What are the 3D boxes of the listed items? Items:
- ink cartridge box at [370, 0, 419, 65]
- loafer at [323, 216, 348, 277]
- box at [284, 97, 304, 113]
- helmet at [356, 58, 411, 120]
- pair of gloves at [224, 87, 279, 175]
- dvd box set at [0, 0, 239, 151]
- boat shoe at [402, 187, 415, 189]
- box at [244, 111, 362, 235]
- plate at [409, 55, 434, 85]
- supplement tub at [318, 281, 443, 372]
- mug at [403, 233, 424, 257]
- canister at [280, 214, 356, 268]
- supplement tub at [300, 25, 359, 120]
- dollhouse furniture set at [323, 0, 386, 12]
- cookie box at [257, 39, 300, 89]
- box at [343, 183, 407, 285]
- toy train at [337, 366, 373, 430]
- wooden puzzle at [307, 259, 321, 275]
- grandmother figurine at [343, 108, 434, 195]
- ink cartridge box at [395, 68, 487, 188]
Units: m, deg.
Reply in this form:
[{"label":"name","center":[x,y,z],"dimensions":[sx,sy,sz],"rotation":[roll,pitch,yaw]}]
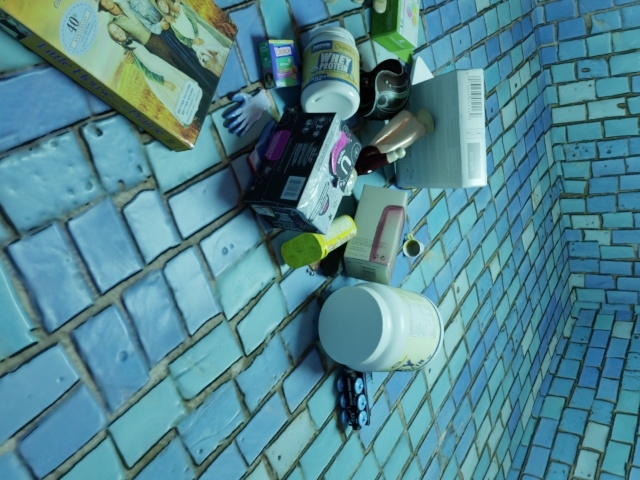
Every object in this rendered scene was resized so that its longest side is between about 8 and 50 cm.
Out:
[{"label":"ink cartridge box","center":[0.268,-0.687,1.750],"dimensions":[0.255,0.097,0.188],"rotation":[9,83,-51]},{"label":"loafer","center":[0.045,0.019,1.510],"dimensions":[0.061,0.062,0.170],"rotation":[53,51,-68]},{"label":"box","center":[-0.050,-0.315,1.403],"dimensions":[0.083,0.018,0.067],"rotation":[-49,127,-40]},{"label":"helmet","center":[0.177,-0.427,1.582],"dimensions":[0.162,0.169,0.169],"rotation":[-16,104,-34]},{"label":"pair of gloves","center":[-0.142,-0.257,1.282],"dimensions":[0.159,0.023,0.198],"rotation":[-53,131,-38]},{"label":"dvd box set","center":[-0.342,-0.397,0.985],"dimensions":[0.420,0.062,0.307],"rotation":[38,61,-46]},{"label":"boat shoe","center":[0.312,-0.201,1.848],"dimensions":[0.170,0.063,0.059],"rotation":[-20,104,-60]},{"label":"box","center":[-0.033,-0.155,1.285],"dimensions":[0.142,0.163,0.247],"rotation":[41,65,-50]},{"label":"plate","center":[0.351,-0.435,1.904],"dimensions":[0.277,0.045,0.278],"rotation":[35,63,-46]},{"label":"supplement tub","center":[0.168,0.239,1.519],"dimensions":[0.325,0.235,0.235],"rotation":[16,78,-51]},{"label":"mug","center":[0.316,0.018,1.855],"dimensions":[0.064,0.062,0.078],"rotation":[-3,99,-60]},{"label":"canister","center":[0.000,0.000,1.384],"dimensions":[0.170,0.126,0.073],"rotation":[-30,95,-51]},{"label":"supplement tub","center":[0.024,-0.412,1.380],"dimensions":[0.144,0.144,0.199],"rotation":[30,53,-49]},{"label":"dollhouse furniture set","center":[0.137,-0.701,1.496],"dimensions":[0.242,0.212,0.161],"rotation":[11,79,-25]},{"label":"cookie box","center":[-0.098,-0.418,1.322],"dimensions":[0.092,0.040,0.107],"rotation":[-24,109,-49]},{"label":"box","center":[0.157,-0.015,1.547],"dimensions":[0.148,0.127,0.232],"rotation":[74,30,-63]},{"label":"toy train","center":[0.105,0.439,1.570],"dimensions":[0.105,0.080,0.184],"rotation":[-23,109,-56]},{"label":"wooden puzzle","center":[-0.017,0.050,1.461],"dimensions":[0.049,0.006,0.083],"rotation":[54,50,-38]},{"label":"grandmother figurine","center":[0.144,-0.236,1.519],"dimensions":[0.342,0.208,0.104],"rotation":[-38,101,-18]},{"label":"ink cartridge box","center":[0.332,-0.307,1.620],"dimensions":[0.091,0.385,0.308],"rotation":[-7,98,-18]}]
